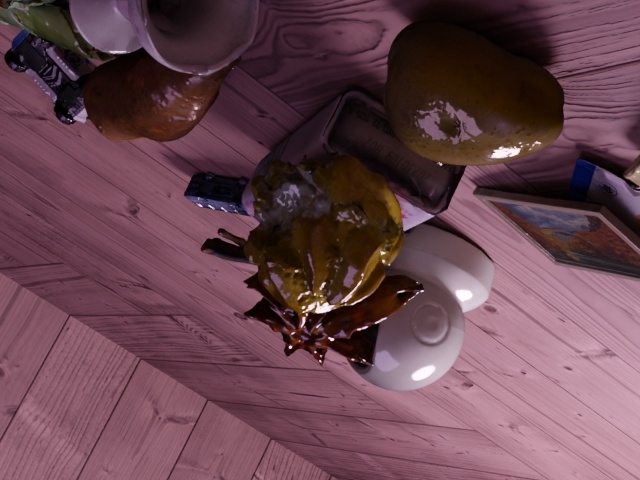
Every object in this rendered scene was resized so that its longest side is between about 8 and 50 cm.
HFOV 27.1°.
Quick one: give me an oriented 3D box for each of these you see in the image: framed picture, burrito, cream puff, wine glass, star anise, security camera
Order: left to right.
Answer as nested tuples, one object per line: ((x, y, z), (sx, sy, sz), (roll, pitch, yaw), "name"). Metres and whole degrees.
((-0.404, -0.321, 1.809), (0.288, 0.054, 0.104), (24, 160, 11), "burrito")
((-0.180, -0.268, 1.494), (0.165, 0.165, 0.196), (39, 162, -34), "wine glass")
((-0.027, 0.059, 1.861), (0.346, 0.148, 0.237), (18, 135, 33), "star anise")
((0.004, 0.003, 1.620), (0.195, 0.194, 0.221), (35, 161, -25), "cream puff")
((0.134, 0.111, 1.964), (0.194, 0.236, 0.194), (23, 164, 7), "security camera")
((0.325, -0.005, 1.683), (0.184, 0.016, 0.250), (37, 167, -30), "framed picture")

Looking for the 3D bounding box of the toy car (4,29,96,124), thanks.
((-0.368, -0.238, 1.913), (0.080, 0.070, 0.170), (-37, 102, 33), "toy car")

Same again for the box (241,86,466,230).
((0.034, -0.076, 1.791), (0.190, 0.112, 0.370), (29, 162, -11), "box")

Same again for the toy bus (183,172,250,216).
((-0.146, -0.071, 2.145), (0.166, 0.047, 0.065), (12, 161, 41), "toy bus")

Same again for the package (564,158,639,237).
((0.374, -0.030, 1.586), (0.173, 0.027, 0.171), (22, 162, 12), "package")

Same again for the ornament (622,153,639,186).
((0.402, -0.067, 1.419), (0.180, 0.059, 0.201), (9, 152, 44), "ornament")

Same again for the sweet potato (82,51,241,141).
((-0.197, -0.197, 1.756), (0.131, 0.131, 0.337), (36, 161, -28), "sweet potato")

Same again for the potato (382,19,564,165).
((0.160, -0.150, 1.400), (0.194, 0.157, 0.157), (11, 160, 4), "potato")
